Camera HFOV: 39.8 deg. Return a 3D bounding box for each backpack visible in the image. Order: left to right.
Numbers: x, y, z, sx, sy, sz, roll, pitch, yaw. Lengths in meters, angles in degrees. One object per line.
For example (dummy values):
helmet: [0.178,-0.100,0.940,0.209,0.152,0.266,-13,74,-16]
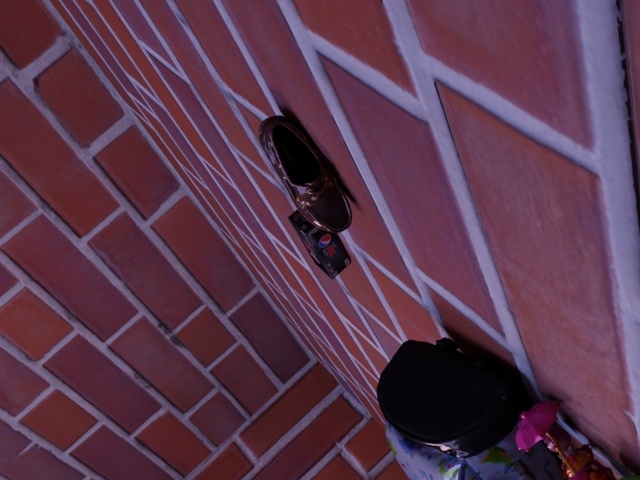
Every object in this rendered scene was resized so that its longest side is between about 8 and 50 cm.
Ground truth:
backpack: [0.263,0.361,1.416,0.355,0.273,0.290,39,170,-29]

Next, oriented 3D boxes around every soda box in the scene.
soda box: [0.000,0.000,1.644,0.060,0.053,0.169,42,169,36]

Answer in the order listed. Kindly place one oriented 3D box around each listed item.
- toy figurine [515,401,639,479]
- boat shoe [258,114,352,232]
toy figurine: [0.339,0.293,1.201,0.173,0.130,0.159,21,-149,-51]
boat shoe: [-0.020,-0.091,1.293,0.207,0.073,0.073,51,173,-18]
